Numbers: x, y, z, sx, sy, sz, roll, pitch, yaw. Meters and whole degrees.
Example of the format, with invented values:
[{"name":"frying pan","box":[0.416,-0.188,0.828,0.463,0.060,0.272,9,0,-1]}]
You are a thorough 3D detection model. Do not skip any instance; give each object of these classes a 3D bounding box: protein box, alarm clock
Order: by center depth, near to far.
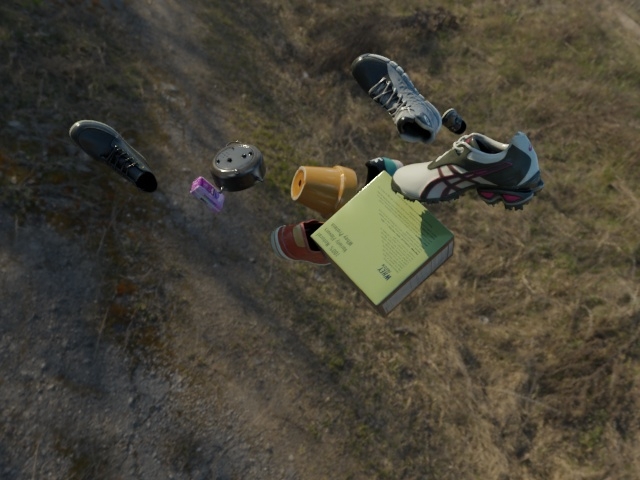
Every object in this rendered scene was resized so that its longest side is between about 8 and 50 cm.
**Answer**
[{"name":"protein box","box":[0.129,0.011,1.129,0.200,0.201,0.136,46,-4,22]},{"name":"alarm clock","box":[-0.203,-0.191,1.336,0.129,0.064,0.192,-16,42,-3]}]

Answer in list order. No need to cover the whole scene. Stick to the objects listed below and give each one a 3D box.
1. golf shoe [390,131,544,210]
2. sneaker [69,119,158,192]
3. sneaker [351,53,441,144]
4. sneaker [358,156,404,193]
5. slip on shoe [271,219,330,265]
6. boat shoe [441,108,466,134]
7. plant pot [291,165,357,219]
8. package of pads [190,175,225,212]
[{"name":"golf shoe","box":[0.240,-0.128,0.951,0.105,0.273,0.120,-45,127,-39]},{"name":"sneaker","box":[-0.479,-0.199,1.314,0.118,0.083,0.222,41,4,41]},{"name":"sneaker","box":[0.151,-0.275,1.101,0.229,0.086,0.132,37,33,-10]},{"name":"sneaker","box":[0.152,-0.079,1.538,0.121,0.108,0.302,2,94,-37]},{"name":"slip on shoe","box":[0.000,0.000,1.484,0.331,0.101,0.123,3,71,-60]},{"name":"boat shoe","box":[0.351,-0.309,1.451,0.042,0.049,0.133,45,18,22]},{"name":"plant pot","box":[0.003,-0.185,2.013,0.188,0.205,0.205,13,42,-24]},{"name":"package of pads","box":[-0.262,-0.108,1.297,0.083,0.032,0.050,42,28,-31]}]
